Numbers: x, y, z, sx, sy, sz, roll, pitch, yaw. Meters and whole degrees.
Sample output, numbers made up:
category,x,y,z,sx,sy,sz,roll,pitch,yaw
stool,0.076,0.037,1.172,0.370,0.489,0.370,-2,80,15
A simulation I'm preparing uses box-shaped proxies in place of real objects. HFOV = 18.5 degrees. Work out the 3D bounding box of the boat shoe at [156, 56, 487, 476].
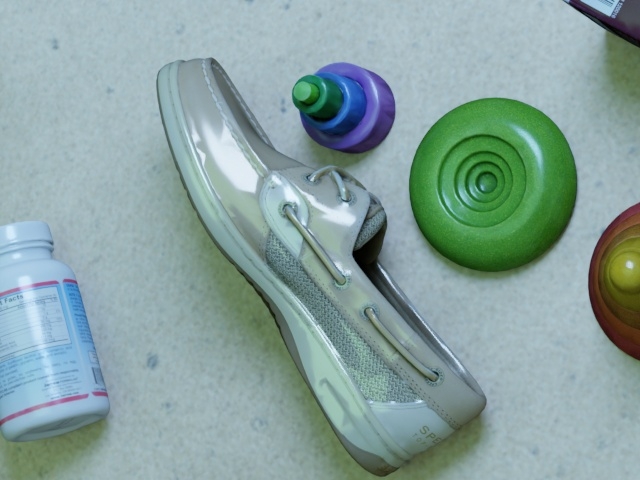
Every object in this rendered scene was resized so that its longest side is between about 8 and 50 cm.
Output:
category,x,y,z,sx,sy,sz,roll,pitch,yaw
boat shoe,0.000,0.000,1.433,0.110,0.121,0.341,-33,84,14

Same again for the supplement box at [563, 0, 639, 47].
category,x,y,z,sx,sy,sz,roll,pitch,yaw
supplement box,0.287,-0.128,1.301,0.239,0.130,0.073,33,99,22

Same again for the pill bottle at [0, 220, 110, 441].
category,x,y,z,sx,sy,sz,roll,pitch,yaw
pill bottle,-0.224,0.070,1.536,0.087,0.087,0.160,-21,77,21

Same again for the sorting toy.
category,x,y,z,sx,sy,sz,roll,pitch,yaw
sorting toy,0.123,-0.033,1.370,0.365,0.126,0.127,30,98,22
